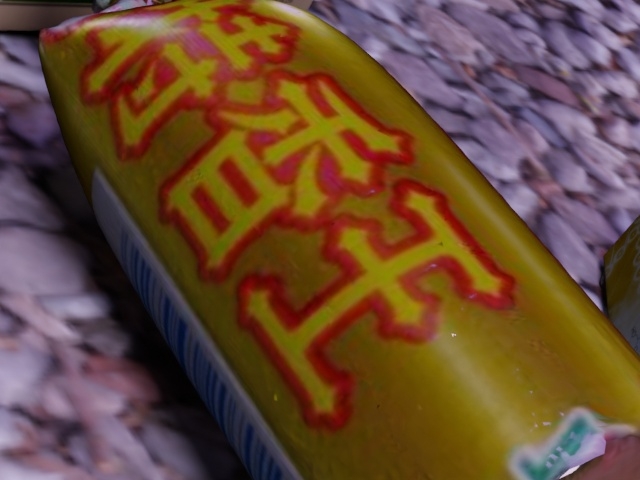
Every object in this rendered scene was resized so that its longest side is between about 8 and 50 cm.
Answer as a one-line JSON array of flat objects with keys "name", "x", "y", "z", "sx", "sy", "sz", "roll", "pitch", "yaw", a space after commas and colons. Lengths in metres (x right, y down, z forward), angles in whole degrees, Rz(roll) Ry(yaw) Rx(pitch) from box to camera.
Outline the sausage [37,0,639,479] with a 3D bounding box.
[{"name": "sausage", "x": 0.002, "y": -0.001, "z": 0.638, "sx": 0.125, "sy": 0.117, "sz": 0.317, "roll": -18, "pitch": 52, "yaw": -24}]

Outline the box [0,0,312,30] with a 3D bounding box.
[{"name": "box", "x": -0.071, "y": -0.174, "z": 0.777, "sx": 0.212, "sy": 0.168, "sz": 0.095, "roll": -7, "pitch": 46, "yaw": -45}]

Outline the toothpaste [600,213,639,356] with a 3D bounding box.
[{"name": "toothpaste", "x": 0.158, "y": 0.076, "z": 0.699, "sx": 0.071, "sy": 0.089, "sz": 0.313, "roll": 31, "pitch": 30, "yaw": -14}]
